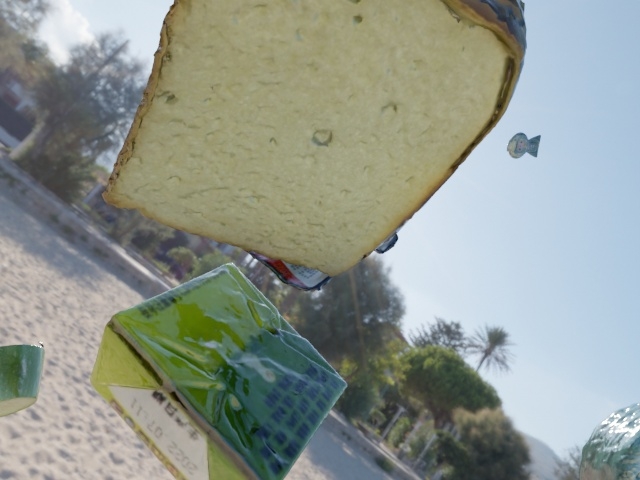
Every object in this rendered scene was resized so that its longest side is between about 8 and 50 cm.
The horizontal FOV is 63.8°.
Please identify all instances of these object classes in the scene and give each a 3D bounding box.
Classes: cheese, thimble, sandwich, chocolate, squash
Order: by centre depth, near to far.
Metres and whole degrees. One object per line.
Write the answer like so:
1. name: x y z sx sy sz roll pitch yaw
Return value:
1. sandwich: -0.009 -0.094 0.351 0.226 0.087 0.251 20 -45 -18
2. thimble: 0.450 0.332 0.660 0.198 0.235 0.143 7 -13 3
3. chocolate: -0.138 0.202 0.752 0.289 0.137 0.301 45 22 7
4. squash: -0.643 0.281 1.038 0.170 0.170 0.122 73 -6 -69
5. cheese: 0.516 -0.242 1.309 0.121 0.067 0.026 -5 20 -30

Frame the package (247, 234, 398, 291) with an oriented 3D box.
1. package: 0.000 0.000 0.791 0.166 0.232 0.040 32 -49 31
